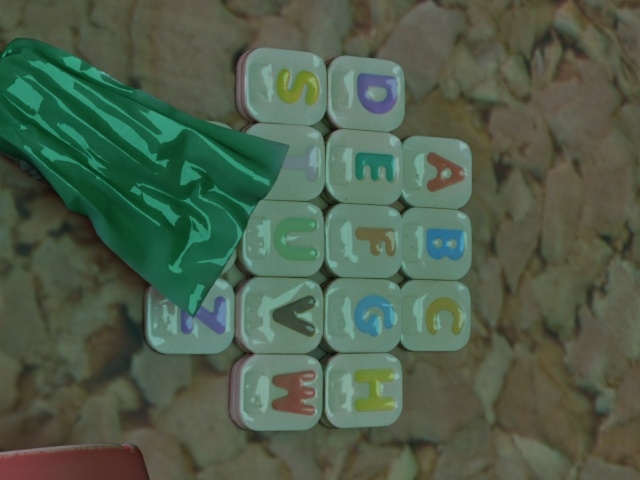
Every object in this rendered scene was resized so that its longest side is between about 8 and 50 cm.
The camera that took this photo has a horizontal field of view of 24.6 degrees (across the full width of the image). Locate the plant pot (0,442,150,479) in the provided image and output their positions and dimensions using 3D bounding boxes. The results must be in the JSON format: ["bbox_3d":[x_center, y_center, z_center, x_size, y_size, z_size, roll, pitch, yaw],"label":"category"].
[{"bbox_3d":[-0.187,0.251,0.858,0.275,0.275,0.243,-2,78,-29],"label":"plant pot"}]

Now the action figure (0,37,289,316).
[{"bbox_3d":[-0.153,-0.064,0.992,0.232,0.063,0.137,32,77,-16],"label":"action figure"}]

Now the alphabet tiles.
[{"bbox_3d":[0.000,0.000,1.100,0.278,0.021,0.284,3,86,-29],"label":"alphabet tiles"}]
